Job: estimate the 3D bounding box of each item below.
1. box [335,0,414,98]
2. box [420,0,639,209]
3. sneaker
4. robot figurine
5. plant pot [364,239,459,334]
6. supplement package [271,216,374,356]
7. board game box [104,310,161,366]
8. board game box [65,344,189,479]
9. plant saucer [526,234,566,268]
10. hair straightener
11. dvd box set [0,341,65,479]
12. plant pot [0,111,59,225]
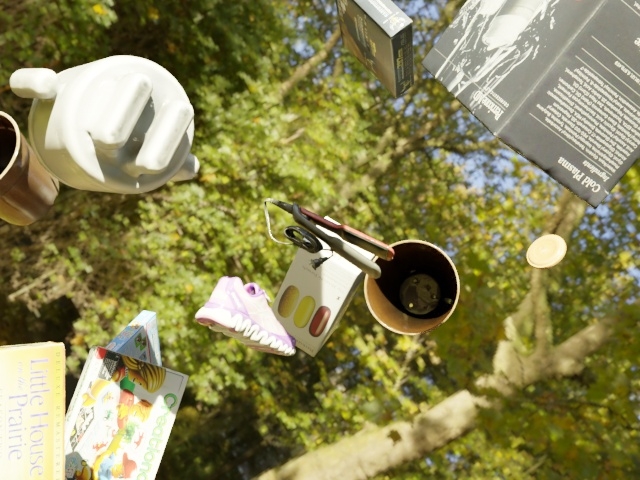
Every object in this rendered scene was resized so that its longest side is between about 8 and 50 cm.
[{"bbox_3d":[0.110,-0.414,1.630,0.183,0.059,0.233,49,-7,19],"label":"box"},{"bbox_3d":[0.327,-0.265,1.044,0.179,0.313,0.343,30,17,-21],"label":"box"},{"bbox_3d":[-0.116,0.135,1.455,0.095,0.105,0.236,-1,-25,38],"label":"sneaker"},{"bbox_3d":[-0.329,-0.175,1.254,0.300,0.200,0.353,36,-15,-31],"label":"robot figurine"},{"bbox_3d":[0.229,0.119,1.942,0.215,0.215,0.230,57,6,13],"label":"plant pot"},{"bbox_3d":[0.000,0.100,1.724,0.139,0.134,0.244,31,-57,9],"label":"supplement package"},{"bbox_3d":[-0.434,0.280,1.826,0.039,0.211,0.160,11,-59,18],"label":"board game box"},{"bbox_3d":[-0.391,0.373,1.538,0.193,0.305,0.053,23,-14,-26],"label":"board game box"},{"bbox_3d":[0.464,0.022,1.670,0.013,0.083,0.083,47,-5,-35],"label":"plant saucer"},{"bbox_3d":[0.000,0.000,1.313,0.230,0.089,0.047,30,-26,10],"label":"hair straightener"},{"bbox_3d":[-0.546,0.303,1.081,0.062,0.420,0.308,-1,-90,44],"label":"dvd box set"},{"bbox_3d":[-0.557,-0.116,1.428,0.167,0.167,0.165,52,-2,28],"label":"plant pot"}]
